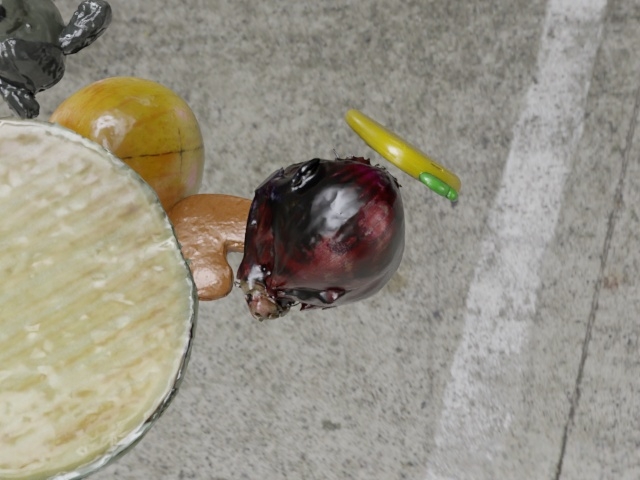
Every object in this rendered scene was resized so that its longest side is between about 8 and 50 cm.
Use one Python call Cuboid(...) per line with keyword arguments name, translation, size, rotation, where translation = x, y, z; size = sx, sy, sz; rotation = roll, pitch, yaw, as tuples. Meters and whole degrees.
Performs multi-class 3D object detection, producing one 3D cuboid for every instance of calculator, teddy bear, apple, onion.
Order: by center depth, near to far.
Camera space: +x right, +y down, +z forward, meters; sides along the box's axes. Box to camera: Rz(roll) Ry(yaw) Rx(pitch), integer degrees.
Cuboid(name="teddy bear", translation=(-0.349, -0.286, 1.128), size=(0.171, 0.144, 0.251), rotation=(-27, 77, -1))
Cuboid(name="calculator", translation=(0.108, -0.110, 1.220), size=(0.032, 0.146, 0.235), rotation=(-57, 35, 10))
Cuboid(name="onion", translation=(0.016, -0.013, 1.300), size=(0.281, 0.281, 0.221), rotation=(-38, 98, -4))
Cuboid(name="apple", translation=(-0.331, -0.134, 1.592), size=(0.286, 0.286, 0.233), rotation=(37, 36, 28))

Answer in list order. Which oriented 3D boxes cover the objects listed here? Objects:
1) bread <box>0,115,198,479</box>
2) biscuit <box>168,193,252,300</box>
Cuboid(name="bread", translation=(-0.217, 0.046, 0.675), size=(0.267, 0.040, 0.266), rotation=(0, 90, -2))
Cuboid(name="biscuit", translation=(-0.164, 0.011, 1.504), size=(0.186, 0.036, 0.192), rotation=(11, 62, 7))
